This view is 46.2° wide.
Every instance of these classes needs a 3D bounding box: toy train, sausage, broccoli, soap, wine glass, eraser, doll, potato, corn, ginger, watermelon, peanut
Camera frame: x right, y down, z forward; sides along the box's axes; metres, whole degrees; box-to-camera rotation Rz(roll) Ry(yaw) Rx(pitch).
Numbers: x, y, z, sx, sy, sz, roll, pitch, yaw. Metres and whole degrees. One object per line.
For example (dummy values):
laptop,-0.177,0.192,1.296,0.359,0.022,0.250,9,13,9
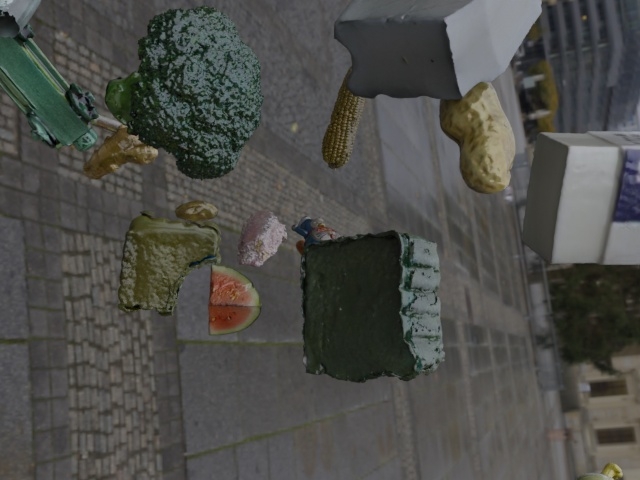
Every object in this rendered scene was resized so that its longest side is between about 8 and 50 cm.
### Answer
toy train,-0.594,-0.335,1.511,0.369,0.150,0.237,56,-12,-30
sausage,-0.578,-0.313,1.979,0.033,0.269,0.032,-162,-90,-78
broccoli,-0.234,-0.241,1.275,0.297,0.297,0.297,19,67,-55
soap,0.269,-0.512,1.692,0.435,0.350,0.213,-57,145,-35
wine glass,-0.451,-0.406,1.161,0.074,0.074,0.262,62,25,-46
eraser,0.356,-0.042,0.762,0.081,0.279,0.124,-113,-156,-68
doll,0.662,0.674,1.811,0.141,0.117,0.296,106,9,-47
potato,-0.260,-0.064,1.587,0.045,0.092,0.046,-110,-154,-55
corn,0.076,-0.367,2.261,0.097,0.097,0.319,-33,141,-72
doll,0.000,0.000,1.693,0.152,0.114,0.085,-120,-139,-53
ginger,-0.527,-0.234,1.947,0.081,0.205,0.115,-88,160,-75
watermelon,-0.251,0.153,2.033,0.137,0.193,0.145,40,31,-39
peanut,0.352,-0.244,1.688,0.147,0.147,0.305,38,30,-66

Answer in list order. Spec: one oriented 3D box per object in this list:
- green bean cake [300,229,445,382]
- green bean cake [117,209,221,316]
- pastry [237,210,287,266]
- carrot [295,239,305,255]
green bean cake,0.087,0.116,1.301,0.132,0.241,0.255,8,75,-52
green bean cake,-0.451,0.076,2.278,0.202,0.285,0.309,-130,-127,-79
pastry,-0.162,-0.013,2.066,0.265,0.103,0.112,-58,139,-73
carrot,-0.016,0.065,2.188,0.190,0.037,0.037,51,-4,37
